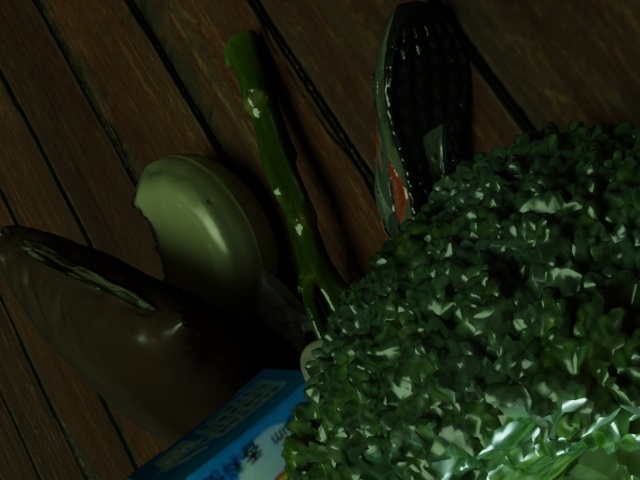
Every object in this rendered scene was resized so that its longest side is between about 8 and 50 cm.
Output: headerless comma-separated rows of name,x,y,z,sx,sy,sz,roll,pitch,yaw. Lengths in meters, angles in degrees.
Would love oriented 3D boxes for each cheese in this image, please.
cheese,-0.077,0.013,1.146,0.248,0.070,0.163,20,124,44

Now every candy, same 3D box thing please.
candy,-0.002,0.269,0.979,0.306,0.157,0.100,59,154,-11

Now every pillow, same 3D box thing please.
pillow,-0.141,0.123,1.158,0.307,0.108,0.305,20,152,45

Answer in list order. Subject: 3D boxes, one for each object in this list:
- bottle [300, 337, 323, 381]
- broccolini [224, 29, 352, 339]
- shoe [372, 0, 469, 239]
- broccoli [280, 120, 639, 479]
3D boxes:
bottle,0.094,0.159,0.902,0.147,0.147,0.237,-30,83,55
broccolini,-0.005,0.002,1.068,0.074,0.078,0.392,-44,59,53
shoe,0.064,-0.078,0.917,0.077,0.074,0.195,13,115,58
broccoli,0.156,0.058,0.717,0.375,0.302,0.249,-41,45,23
